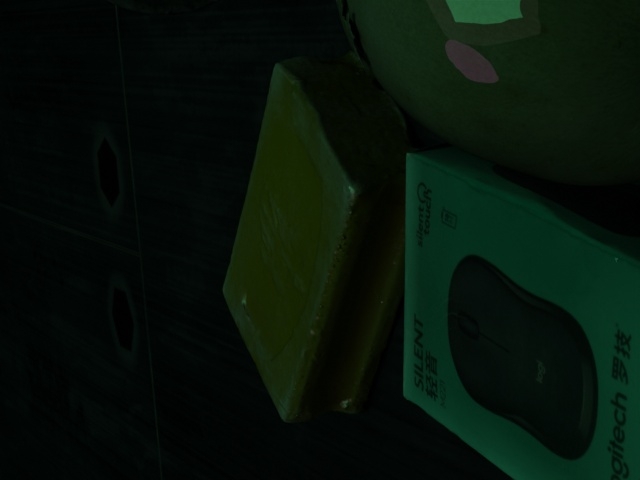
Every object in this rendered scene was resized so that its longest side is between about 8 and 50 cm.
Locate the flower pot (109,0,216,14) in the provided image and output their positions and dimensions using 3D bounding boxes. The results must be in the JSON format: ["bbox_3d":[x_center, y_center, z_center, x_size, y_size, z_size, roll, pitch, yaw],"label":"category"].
[{"bbox_3d":[-0.181,-0.375,1.519,0.283,0.299,0.299,33,128,55],"label":"flower pot"}]

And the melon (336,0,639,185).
[{"bbox_3d":[0.133,-0.174,0.885,0.330,0.268,0.268,-119,31,-52],"label":"melon"}]

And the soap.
[{"bbox_3d":[0.000,0.000,1.446,0.199,0.091,0.315,60,149,36],"label":"soap"}]

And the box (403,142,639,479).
[{"bbox_3d":[0.174,0.061,1.050,0.311,0.118,0.205,34,127,58],"label":"box"}]
